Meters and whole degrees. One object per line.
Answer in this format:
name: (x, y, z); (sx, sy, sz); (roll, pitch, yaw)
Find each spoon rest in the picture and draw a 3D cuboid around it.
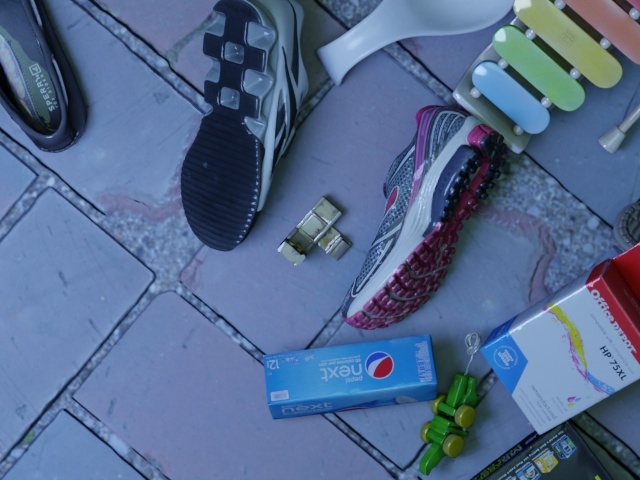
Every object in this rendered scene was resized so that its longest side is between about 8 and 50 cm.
spoon rest: (0.122, -0.287, 1.922); (0.276, 0.084, 0.137); (-34, 92, 2)

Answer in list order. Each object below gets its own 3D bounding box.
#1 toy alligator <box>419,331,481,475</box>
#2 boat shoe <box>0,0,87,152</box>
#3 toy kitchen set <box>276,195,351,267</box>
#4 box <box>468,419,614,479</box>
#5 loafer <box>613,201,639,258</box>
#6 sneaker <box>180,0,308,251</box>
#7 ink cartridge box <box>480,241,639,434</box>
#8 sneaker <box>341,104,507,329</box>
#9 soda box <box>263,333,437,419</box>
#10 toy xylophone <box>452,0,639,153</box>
toy alligator: (0.176, 0.208, 1.958); (0.051, 0.056, 0.190); (21, 91, -42)
boat shoe: (-0.387, -0.263, 1.918); (0.112, 0.095, 0.335); (-29, 92, 1)
toy kitchen set: (0.000, 0.000, 1.936); (0.068, 0.075, 0.083); (41, 96, -2)
box: (0.263, 0.382, 1.957); (0.270, 0.060, 0.216); (-37, 91, 2)
loafer: (0.482, 0.042, 1.928); (0.268, 0.092, 0.102); (28, 65, 14)
sneaker: (-0.076, -0.144, 1.914); (0.122, 0.146, 0.331); (26, 117, 26)
ink cartridge box: (0.328, 0.118, 1.897); (0.231, 0.078, 0.134); (-35, 91, 25)
sneaker: (0.114, -0.023, 1.928); (0.112, 0.121, 0.299); (35, 98, 31)
soda box: (0.038, 0.170, 1.935); (0.210, 0.071, 0.067); (-7, 67, 1)
toy xylophone: (0.327, -0.237, 1.882); (0.236, 0.081, 0.323); (33, 116, -3)
